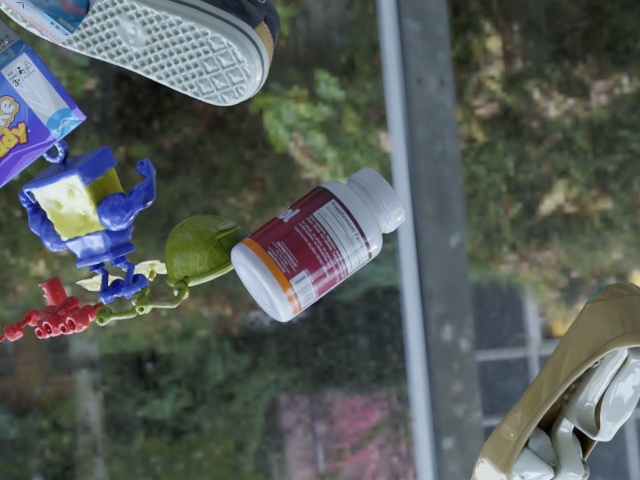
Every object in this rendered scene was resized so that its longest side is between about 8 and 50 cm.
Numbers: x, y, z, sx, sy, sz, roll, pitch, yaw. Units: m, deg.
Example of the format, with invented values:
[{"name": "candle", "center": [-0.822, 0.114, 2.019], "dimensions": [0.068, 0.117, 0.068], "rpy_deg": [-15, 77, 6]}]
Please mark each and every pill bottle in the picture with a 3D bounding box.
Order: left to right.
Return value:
[{"name": "pill bottle", "center": [0.000, 0.000, 1.379], "dimensions": [0.152, 0.086, 0.086], "rpy_deg": [-36, -175, -15]}]

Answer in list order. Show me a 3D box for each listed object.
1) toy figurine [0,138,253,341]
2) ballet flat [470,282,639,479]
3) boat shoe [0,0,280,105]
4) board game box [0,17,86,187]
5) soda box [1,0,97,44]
[{"name": "toy figurine", "center": [-0.271, -0.025, 1.740], "dimensions": [0.363, 0.217, 0.191], "rpy_deg": [-14, -167, 43]}, {"name": "ballet flat", "center": [0.180, 0.136, 1.104], "dimensions": [0.080, 0.232, 0.073], "rpy_deg": [9, -148, -26]}, {"name": "boat shoe", "center": [-0.278, -0.350, 2.034], "dimensions": [0.500, 0.186, 0.156], "rpy_deg": [26, -136, 7]}, {"name": "board game box", "center": [-0.356, -0.102, 1.331], "dimensions": [0.233, 0.078, 0.347], "rpy_deg": [-40, -153, -6]}, {"name": "soda box", "center": [-0.314, -0.279, 1.507], "dimensions": [0.183, 0.058, 0.063], "rpy_deg": [38, 163, -19]}]
